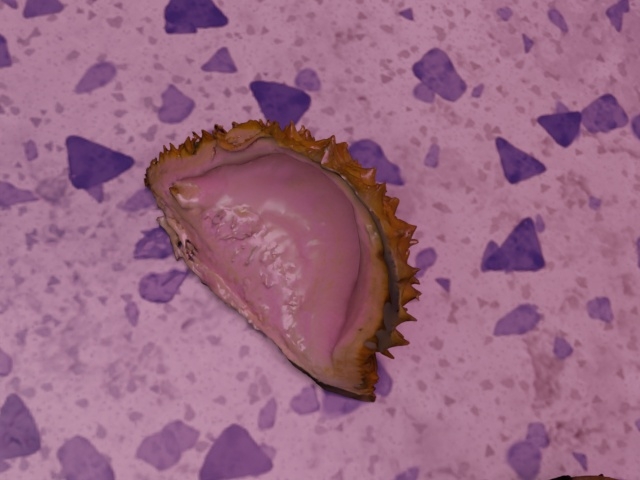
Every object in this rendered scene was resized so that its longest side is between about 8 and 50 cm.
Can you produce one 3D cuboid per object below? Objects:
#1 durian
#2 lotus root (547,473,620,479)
[{"bbox_3d":[-0.004,-0.013,0.721,0.185,0.195,0.305,-32,78,-26],"label":"durian"},{"bbox_3d":[0.204,0.280,0.691,0.257,0.140,0.154,-8,62,-8],"label":"lotus root"}]
